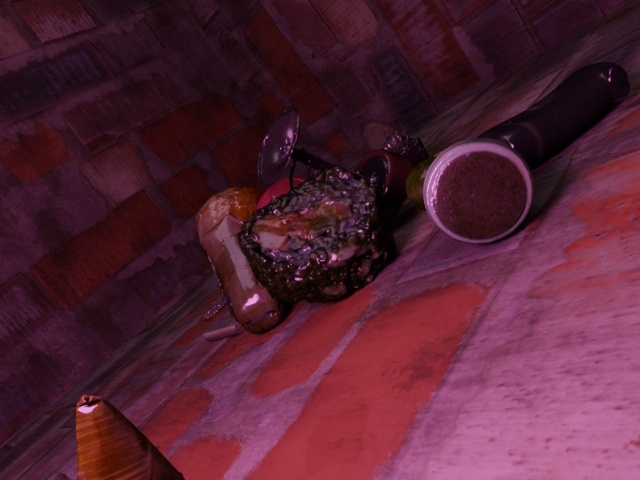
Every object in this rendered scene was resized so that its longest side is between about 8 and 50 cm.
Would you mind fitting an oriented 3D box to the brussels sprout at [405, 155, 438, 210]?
[{"bbox_3d":[0.295,-0.145,1.371,0.161,0.144,0.181,-56,-12,-2],"label":"brussels sprout"}]

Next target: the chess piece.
[{"bbox_3d":[0.310,-0.109,1.089,0.195,0.194,0.299,-33,2,17],"label":"chess piece"}]

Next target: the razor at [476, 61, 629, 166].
[{"bbox_3d":[0.533,-0.278,1.264,0.349,0.113,0.204,-34,11,-2],"label":"razor"}]

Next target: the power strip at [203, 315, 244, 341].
[{"bbox_3d":[-0.275,0.263,1.678,0.268,0.034,0.092,-24,15,50],"label":"power strip"}]

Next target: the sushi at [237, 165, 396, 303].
[{"bbox_3d":[0.000,0.000,1.292,0.352,0.178,0.294,-31,44,-10],"label":"sushi"}]

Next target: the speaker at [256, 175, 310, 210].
[{"bbox_3d":[-0.068,-0.053,1.729,0.294,0.294,0.294,-35,10,7],"label":"speaker"}]

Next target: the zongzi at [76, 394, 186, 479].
[{"bbox_3d":[-0.224,0.310,0.571,0.286,0.288,0.134,-30,6,32],"label":"zongzi"}]

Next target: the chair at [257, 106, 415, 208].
[{"bbox_3d":[0.050,-0.193,1.507,0.226,0.401,0.226,-38,43,47],"label":"chair"}]

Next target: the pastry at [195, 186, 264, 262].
[{"bbox_3d":[-0.287,-0.035,2.120,0.313,0.388,0.388,-24,14,20],"label":"pastry"}]

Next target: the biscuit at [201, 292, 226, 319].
[{"bbox_3d":[-0.402,0.244,2.191,0.133,0.032,0.250,-23,17,50],"label":"biscuit"}]

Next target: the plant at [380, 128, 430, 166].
[{"bbox_3d":[0.305,-0.302,1.899,0.129,0.194,0.132,-40,9,3],"label":"plant"}]

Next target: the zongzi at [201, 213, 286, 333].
[{"bbox_3d":[-0.161,0.156,1.578,0.174,0.393,0.356,-31,49,3],"label":"zongzi"}]

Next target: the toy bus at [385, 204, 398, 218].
[{"bbox_3d":[0.195,-0.146,1.750,0.121,0.119,0.265,-29,14,27],"label":"toy bus"}]

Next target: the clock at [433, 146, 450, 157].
[{"bbox_3d":[0.340,-0.201,1.671,0.232,0.069,0.170,-38,10,-14],"label":"clock"}]
